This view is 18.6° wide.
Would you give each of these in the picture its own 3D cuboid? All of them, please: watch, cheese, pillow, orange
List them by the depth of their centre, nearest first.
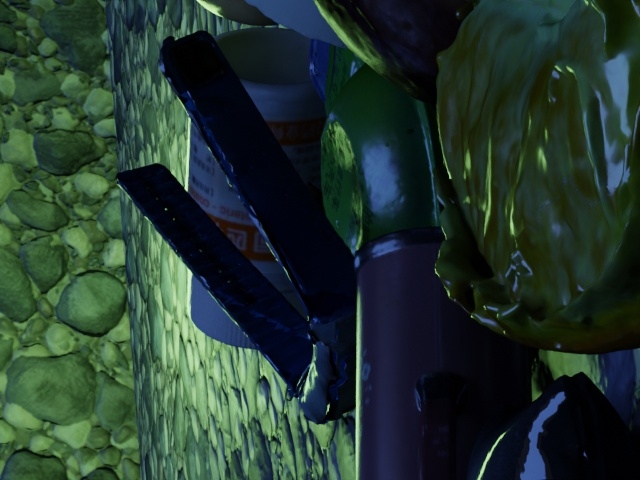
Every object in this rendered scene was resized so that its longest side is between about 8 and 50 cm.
[{"bbox_3d":[0.132,-0.129,0.771,0.262,0.196,0.335,1,99,62],"label":"orange"},{"bbox_3d":[0.135,0.198,1.012,0.186,0.106,0.250,123,138,-80],"label":"pillow"},{"bbox_3d":[0.040,-0.072,1.410,0.320,0.083,0.204,-111,20,-47],"label":"cheese"},{"bbox_3d":[-0.055,0.015,1.436,0.274,0.068,0.276,55,161,9],"label":"watch"}]

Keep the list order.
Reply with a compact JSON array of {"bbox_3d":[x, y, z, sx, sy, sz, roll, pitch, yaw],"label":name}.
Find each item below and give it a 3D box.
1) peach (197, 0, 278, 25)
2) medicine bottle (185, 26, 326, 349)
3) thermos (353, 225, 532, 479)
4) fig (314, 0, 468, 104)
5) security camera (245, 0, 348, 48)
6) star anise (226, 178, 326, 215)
[{"bbox_3d":[-0.046,-0.267,1.551,0.184,0.184,0.184,177,90,-77],"label":"peach"},{"bbox_3d":[-0.045,-0.043,1.663,0.144,0.144,0.252,-113,22,-55],"label":"medicine bottle"},{"bbox_3d":[0.079,0.158,1.149,0.136,0.109,0.330,139,136,-57],"label":"thermos"},{"bbox_3d":[0.047,-0.174,0.996,0.204,0.249,0.186,-154,86,-82],"label":"fig"},{"bbox_3d":[0.039,-0.254,1.162,0.236,0.194,0.194,105,158,-46],"label":"security camera"},{"bbox_3d":[0.003,-0.003,1.500,0.053,0.157,0.212,-42,34,17],"label":"star anise"}]
